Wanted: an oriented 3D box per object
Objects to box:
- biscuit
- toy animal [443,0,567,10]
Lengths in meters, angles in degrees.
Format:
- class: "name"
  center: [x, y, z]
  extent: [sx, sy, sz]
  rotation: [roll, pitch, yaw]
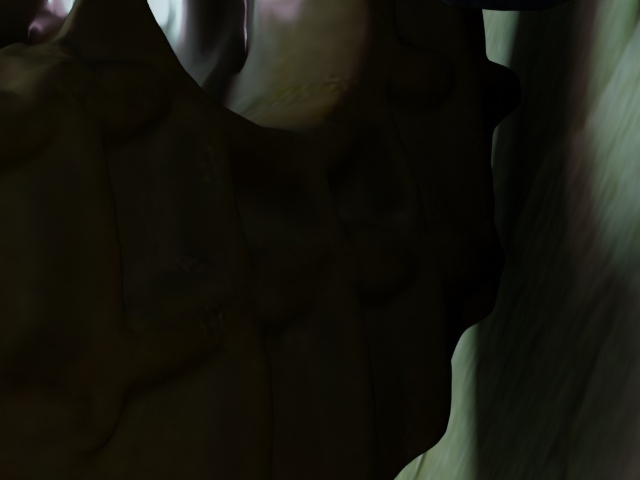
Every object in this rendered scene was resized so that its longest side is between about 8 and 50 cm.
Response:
- class: "biscuit"
  center: [-0.039, -0.067, 0.560]
  extent: [0.268, 0.115, 0.366]
  rotation: [45, -135, -44]
- class: "toy animal"
  center: [0.060, -0.200, 0.450]
  extent: [0.185, 0.122, 0.298]
  rotation: [-107, 28, -75]
